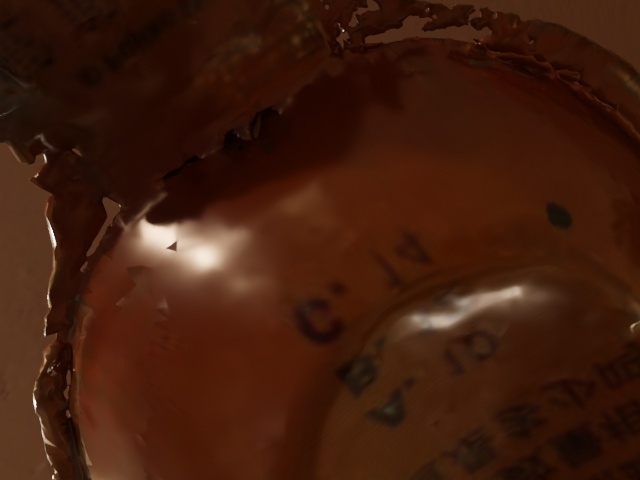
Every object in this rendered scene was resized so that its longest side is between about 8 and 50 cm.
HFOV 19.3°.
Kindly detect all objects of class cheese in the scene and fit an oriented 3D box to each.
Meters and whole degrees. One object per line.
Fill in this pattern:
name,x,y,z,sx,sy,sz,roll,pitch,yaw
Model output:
cheese,0.000,0.000,0.511,0.217,0.129,0.329,-37,-64,-1
